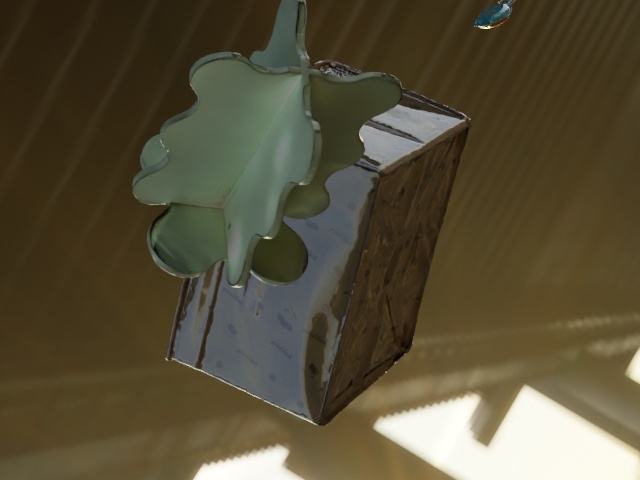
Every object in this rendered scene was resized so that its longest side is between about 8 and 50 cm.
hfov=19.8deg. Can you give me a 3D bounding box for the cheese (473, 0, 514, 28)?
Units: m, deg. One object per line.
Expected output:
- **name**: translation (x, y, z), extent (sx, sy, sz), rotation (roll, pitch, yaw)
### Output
- **cheese**: translation (0.223, -0.287, 2.284), extent (0.111, 0.047, 0.017), rotation (-47, -54, -51)

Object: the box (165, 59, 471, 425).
- **box**: translation (0.000, 0.000, 1.894), extent (0.225, 0.190, 0.297), rotation (-33, -37, -56)

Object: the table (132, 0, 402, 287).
- **table**: translation (-0.042, -0.075, 1.404), extent (0.166, 0.166, 0.198), rotation (-47, -5, -39)
